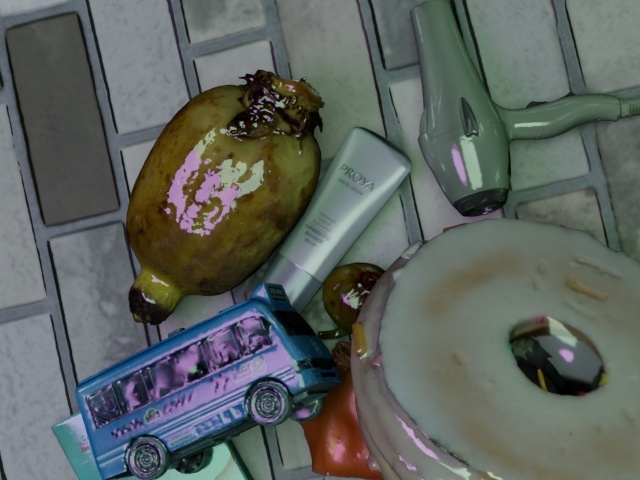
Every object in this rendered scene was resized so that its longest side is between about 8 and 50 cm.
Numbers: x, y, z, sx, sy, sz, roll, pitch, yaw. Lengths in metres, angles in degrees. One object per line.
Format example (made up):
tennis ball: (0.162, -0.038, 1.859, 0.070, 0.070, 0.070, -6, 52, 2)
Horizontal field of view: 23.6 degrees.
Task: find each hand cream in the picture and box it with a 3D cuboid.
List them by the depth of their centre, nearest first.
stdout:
hand cream: (0.000, 0.000, 1.615, 0.079, 0.048, 0.255, 34, 90, 13)

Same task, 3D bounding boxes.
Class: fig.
fig: (0.043, 0.070, 1.600, 0.084, 0.098, 0.082, -16, 61, -25)

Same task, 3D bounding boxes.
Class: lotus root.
lotus root: (-0.106, -0.047, 1.583, 0.169, 0.141, 0.314, 39, 101, 9)

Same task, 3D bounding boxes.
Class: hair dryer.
hair dryer: (0.204, -0.174, 1.602, 0.267, 0.092, 0.229, -30, 79, -10)

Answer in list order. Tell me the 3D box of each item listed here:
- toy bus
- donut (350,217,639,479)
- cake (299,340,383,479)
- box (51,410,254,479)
toy bus: (-0.113, 0.148, 1.528, 0.246, 0.113, 0.134, -27, 78, 15)
donut: (0.206, 0.149, 1.474, 0.382, 0.142, 0.383, 7, 52, -9)
cake: (0.100, 0.208, 1.572, 0.287, 0.098, 0.135, 21, 96, 12)
box: (-0.161, 0.258, 1.623, 0.162, 0.041, 0.229, -30, 84, 4)
